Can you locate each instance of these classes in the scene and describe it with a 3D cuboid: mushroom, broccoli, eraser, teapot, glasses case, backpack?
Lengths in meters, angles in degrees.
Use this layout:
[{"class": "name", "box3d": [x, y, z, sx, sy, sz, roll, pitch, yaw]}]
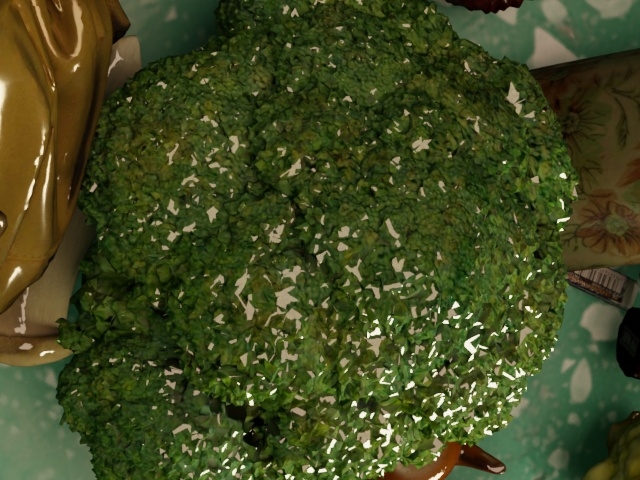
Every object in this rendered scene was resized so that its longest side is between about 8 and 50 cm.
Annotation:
[{"class": "mushroom", "box3d": [-0.186, -0.035, 1.216, 0.108, 0.096, 0.247, 22, 100, 15]}, {"class": "broccoli", "box3d": [0.008, 0.002, 1.170, 0.321, 0.310, 0.413, 12, 80, 6]}, {"class": "eraser", "box3d": [0.212, 0.028, 1.393, 0.099, 0.019, 0.027, 23, 79, -17]}, {"class": "teapot", "box3d": [0.055, 0.142, 1.311, 0.173, 0.116, 0.116, 21, 90, -18]}, {"class": "glasses case", "box3d": [0.310, -0.073, 1.257, 0.425, 0.098, 0.156, -8, 106, 25]}, {"class": "backpack", "box3d": [-0.295, -0.077, 1.044, 0.353, 0.201, 0.378, 30, 129, 15]}]

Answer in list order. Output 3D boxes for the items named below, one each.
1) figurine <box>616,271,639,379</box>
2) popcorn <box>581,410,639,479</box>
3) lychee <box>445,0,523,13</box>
[{"class": "figurine", "box3d": [0.421, 0.092, 1.406, 0.365, 0.206, 0.218, 15, 94, 3]}, {"class": "popcorn", "box3d": [0.280, 0.228, 1.353, 0.187, 0.167, 0.185, 14, 117, -29]}, {"class": "lychee", "box3d": [0.123, -0.226, 1.285, 0.129, 0.123, 0.123, 11, 94, -53]}]
